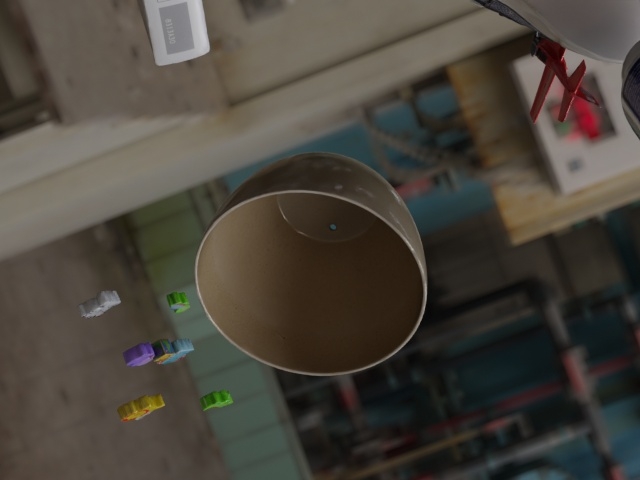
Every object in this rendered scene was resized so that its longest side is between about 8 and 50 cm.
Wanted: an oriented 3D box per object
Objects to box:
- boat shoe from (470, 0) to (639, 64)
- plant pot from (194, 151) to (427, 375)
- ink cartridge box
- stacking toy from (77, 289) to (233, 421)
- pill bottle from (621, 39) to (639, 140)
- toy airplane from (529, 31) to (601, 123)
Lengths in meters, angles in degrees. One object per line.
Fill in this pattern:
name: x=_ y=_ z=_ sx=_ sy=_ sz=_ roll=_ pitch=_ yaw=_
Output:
boat shoe: x=0.191 y=-0.288 z=1.906 sx=0.340 sy=0.127 sz=0.158 roll=28 pitch=6 yaw=-17
plant pot: x=0.000 y=0.000 z=2.371 sx=0.191 sy=0.284 sz=0.284 roll=-76 pitch=148 yaw=-53
ink cartridge box: x=-0.149 y=-0.285 z=1.572 sx=0.181 sy=0.056 sz=0.225 roll=83 pitch=-9 yaw=-53
stacking toy: x=-0.216 y=0.151 z=2.519 sx=0.221 sy=0.052 sz=0.167 roll=2 pitch=60 yaw=-59
pill bottle: x=0.336 y=-0.125 z=1.744 sx=0.187 sy=0.112 sz=0.112 roll=-102 pitch=169 yaw=-65
toy airplane: x=0.244 y=-0.173 z=1.944 sx=0.151 sy=0.028 sz=0.151 roll=-173 pitch=-90 yaw=-66
